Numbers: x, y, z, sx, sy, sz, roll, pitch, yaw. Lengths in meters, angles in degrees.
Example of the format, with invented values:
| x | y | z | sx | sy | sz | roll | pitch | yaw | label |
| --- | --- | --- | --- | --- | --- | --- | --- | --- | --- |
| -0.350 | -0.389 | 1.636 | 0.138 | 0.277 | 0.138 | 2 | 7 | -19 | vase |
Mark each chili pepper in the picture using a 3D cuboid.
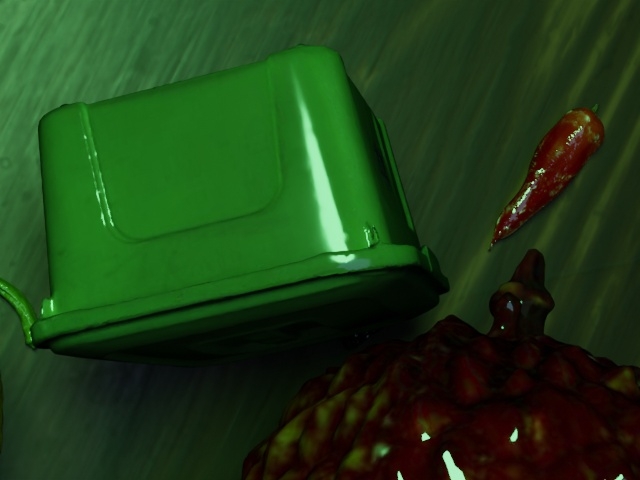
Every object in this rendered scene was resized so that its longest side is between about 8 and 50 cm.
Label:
| x | y | z | sx | sy | sz | roll | pitch | yaw | label |
| --- | --- | --- | --- | --- | --- | --- | --- | --- | --- |
| 0.208 | -0.061 | 1.143 | 0.045 | 0.027 | 0.178 | 44 | 80 | -13 | chili pepper |
| -0.252 | 0.052 | 1.005 | 0.030 | 0.017 | 0.083 | -38 | 101 | -12 | chili pepper |

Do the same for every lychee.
| x | y | z | sx | sy | sz | roll | pitch | yaw | label |
| --- | --- | --- | --- | --- | --- | --- | --- | --- | --- |
| 0.122 | 0.242 | 0.899 | 0.425 | 0.424 | 0.500 | 16 | 63 | -17 | lychee |

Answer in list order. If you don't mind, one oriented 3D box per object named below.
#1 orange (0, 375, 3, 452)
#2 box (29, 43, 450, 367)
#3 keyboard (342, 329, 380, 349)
| x | y | z | sx | sy | sz | roll | pitch | yaw | label |
| --- | --- | --- | --- | --- | --- | --- | --- | --- | --- |
| -0.370 | 0.117 | 0.819 | 0.322 | 0.322 | 0.357 | -16 | 100 | -17 | orange |
| -0.054 | -0.012 | 0.900 | 0.253 | 0.329 | 0.177 | -14 | 80 | 8 | box |
| 0.000 | 0.000 | 1.085 | 0.060 | 0.018 | 0.195 | -34 | 100 | -17 | keyboard |
